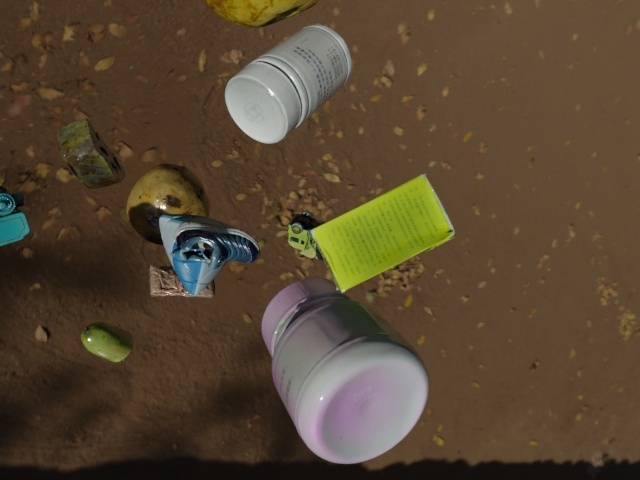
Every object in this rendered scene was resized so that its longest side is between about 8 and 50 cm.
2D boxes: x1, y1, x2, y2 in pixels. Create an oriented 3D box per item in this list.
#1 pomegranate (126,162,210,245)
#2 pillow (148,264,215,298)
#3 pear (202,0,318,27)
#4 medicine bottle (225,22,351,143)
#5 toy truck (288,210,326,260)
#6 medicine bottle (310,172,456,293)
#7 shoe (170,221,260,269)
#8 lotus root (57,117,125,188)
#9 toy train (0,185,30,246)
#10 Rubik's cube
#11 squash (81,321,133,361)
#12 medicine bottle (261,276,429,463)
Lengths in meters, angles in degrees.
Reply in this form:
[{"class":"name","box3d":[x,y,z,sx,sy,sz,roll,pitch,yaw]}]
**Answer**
[{"class":"pomegranate","box3d":[-0.517,-0.122,1.693,0.281,0.281,0.281,-7,105,-26]},{"class":"pillow","box3d":[-0.495,0.146,1.781,0.232,0.126,0.043,4,142,-21]},{"class":"pear","box3d":[-0.101,-0.510,0.836,0.281,0.281,0.280,-7,105,-26]},{"class":"medicine bottle","box3d":[-0.076,-0.404,1.271,0.332,0.190,0.190,-50,122,-37]},{"class":"toy truck","box3d":[0.000,0.000,1.435,0.191,0.085,0.116,17,125,9]},{"class":"medicine bottle","box3d":[0.121,-0.013,0.972,0.250,0.137,0.141,-27,83,5]},{"class":"shoe","box3d":[-0.247,0.025,1.176,0.207,0.106,0.091,9,134,-16]},{"class":"lotus root","box3d":[-0.732,-0.260,1.590,0.119,0.138,0.235,-23,136,-2]},{"class":"toy train","box3d":[-0.909,-0.058,1.346,0.203,0.112,0.163,-22,123,-34]},{"class":"Rubik's cube","box3d":[-0.354,-0.016,1.386,0.254,0.254,0.254,-7,105,-26]},{"class":"squash","box3d":[-0.741,0.336,1.700,0.123,0.123,0.186,-45,150,-11]},{"class":"medicine bottle","box3d":[0.029,0.234,0.974,0.256,0.325,0.256,-9,114,-20]}]
